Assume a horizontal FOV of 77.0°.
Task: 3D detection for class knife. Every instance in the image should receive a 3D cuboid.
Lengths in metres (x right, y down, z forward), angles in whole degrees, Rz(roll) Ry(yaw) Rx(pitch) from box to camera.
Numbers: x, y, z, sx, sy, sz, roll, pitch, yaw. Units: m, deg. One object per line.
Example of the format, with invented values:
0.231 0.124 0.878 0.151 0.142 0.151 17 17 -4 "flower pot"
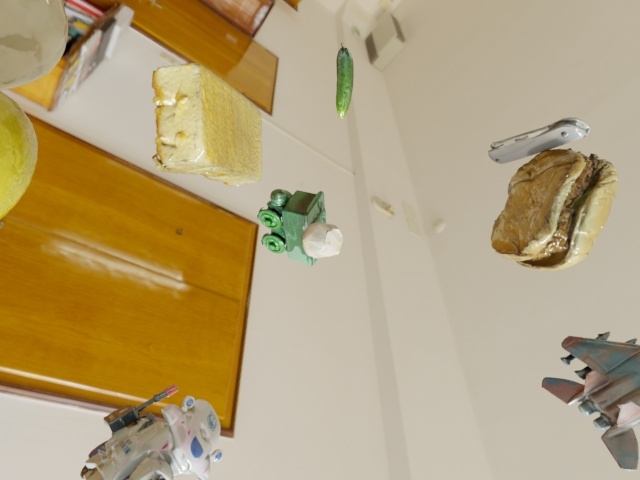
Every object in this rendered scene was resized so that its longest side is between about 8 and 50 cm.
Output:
0.497 -0.235 0.953 0.040 0.073 0.265 -61 -166 -8 "knife"

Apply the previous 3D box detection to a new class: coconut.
0.000 0.000 1.155 0.110 0.125 0.110 5 -83 47 "coconut"

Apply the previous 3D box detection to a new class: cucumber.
0.050 -0.333 0.826 0.039 0.039 0.167 -8 -103 58 "cucumber"

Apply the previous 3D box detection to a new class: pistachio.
-0.625 -0.404 0.763 0.208 0.226 0.331 -31 -159 54 "pistachio"

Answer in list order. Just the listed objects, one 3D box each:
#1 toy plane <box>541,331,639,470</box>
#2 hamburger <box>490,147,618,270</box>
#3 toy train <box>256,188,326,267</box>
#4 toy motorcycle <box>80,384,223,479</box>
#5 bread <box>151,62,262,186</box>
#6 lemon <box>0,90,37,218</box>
0.510 0.193 0.587 0.327 0.104 0.223 -19 -145 -10 "toy plane"
0.522 -0.070 0.913 0.259 0.145 0.283 -112 -140 -84 "hamburger"
-0.091 -0.052 1.333 0.265 0.202 0.145 86 27 -44 "toy train"
-0.208 0.255 0.494 0.150 0.102 0.221 -31 -170 -38 "toy motorcycle"
-0.213 -0.214 0.811 0.114 0.275 0.184 0 -89 16 "bread"
-0.528 -0.109 0.534 0.240 0.241 0.219 -15 -120 55 "lemon"
